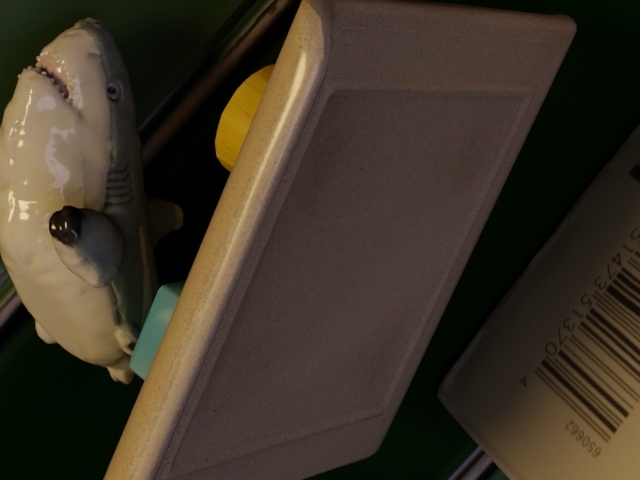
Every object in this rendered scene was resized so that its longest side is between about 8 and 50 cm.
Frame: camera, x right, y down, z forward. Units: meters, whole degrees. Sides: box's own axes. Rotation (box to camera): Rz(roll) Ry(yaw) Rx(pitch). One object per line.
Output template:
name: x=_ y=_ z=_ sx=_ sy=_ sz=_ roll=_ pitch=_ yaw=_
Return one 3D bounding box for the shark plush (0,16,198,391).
shark plush: x=-0.058 y=0.008 z=0.549 sx=0.067 sy=0.073 sz=0.161 roll=-54 pitch=129 yaw=-29

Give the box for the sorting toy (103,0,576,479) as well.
sorting toy: x=0.000 y=0.000 z=0.541 sx=0.196 sy=0.047 sz=0.348 roll=-12 pitch=130 yaw=-61

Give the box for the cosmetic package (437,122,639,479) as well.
cosmetic package: x=0.213 y=0.088 z=0.685 sx=0.296 sy=0.129 sz=0.153 roll=28 pitch=101 yaw=-37
